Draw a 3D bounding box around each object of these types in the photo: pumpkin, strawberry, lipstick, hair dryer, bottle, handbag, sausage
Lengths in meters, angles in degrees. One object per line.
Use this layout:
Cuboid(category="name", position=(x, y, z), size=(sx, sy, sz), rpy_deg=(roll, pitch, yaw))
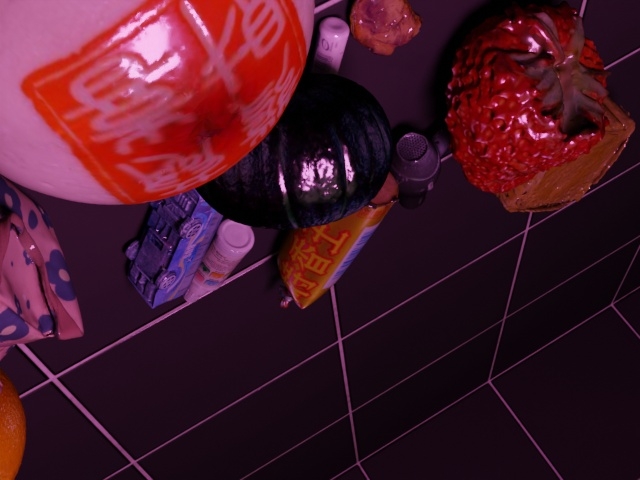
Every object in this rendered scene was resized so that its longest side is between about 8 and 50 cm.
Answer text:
Cuboid(category="pumpkin", position=(-0.040, -0.138, 1.073), size=(0.248, 0.248, 0.248), rpy_deg=(-27, 152, -15))
Cuboid(category="strawberry", position=(0.286, -0.203, 1.320), size=(0.261, 0.261, 0.257), rpy_deg=(-12, 176, -38))
Cuboid(category="lipstick", position=(0.004, -0.221, 1.159), size=(0.040, 0.040, 0.141), rpy_deg=(-20, 150, -27))
Cuboid(category="hair dryer", position=(0.221, -0.160, 1.474), size=(0.271, 0.091, 0.235), rpy_deg=(-37, 163, -5))
Cuboid(category="bottle", position=(-0.162, 0.040, 1.351), size=(0.060, 0.060, 0.217), rpy_deg=(-15, 161, -34))
Cuboid(category="handbag", position=(-0.381, 0.040, 0.973), size=(0.190, 0.193, 0.251), rpy_deg=(-31, 153, 2))
Cuboid(category="sausage", position=(-0.002, -0.002, 1.434), size=(0.117, 0.125, 0.317), rpy_deg=(-15, 150, -42))

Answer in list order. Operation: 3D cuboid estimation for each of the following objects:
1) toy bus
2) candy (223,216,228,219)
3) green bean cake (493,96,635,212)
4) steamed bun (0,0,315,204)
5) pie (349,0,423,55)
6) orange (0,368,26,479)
Cuboid(category="toy bus", position=(-0.196, -0.011, 1.243), size=(0.094, 0.079, 0.236), rpy_deg=(-30, 158, -47))
Cuboid(category="candy", position=(-0.080, -0.059, 1.329), size=(0.122, 0.038, 0.062), rpy_deg=(-21, 151, -25))
Cuboid(category="green bean cake", position=(0.427, -0.166, 1.638), size=(0.229, 0.131, 0.224), rpy_deg=(-8, 141, -37))
Cuboid(category="steamed bun", position=(-0.164, -0.179, 0.820), size=(0.374, 0.241, 0.374), rpy_deg=(-25, 149, -17))
Cuboid(category="pie", position=(0.081, -0.284, 1.150), size=(0.092, 0.034, 0.170), rpy_deg=(-44, 153, 10))
Cuboid(category="orange", position=(-0.487, 0.242, 1.148), size=(0.236, 0.236, 0.236), rpy_deg=(-27, 152, -15))
